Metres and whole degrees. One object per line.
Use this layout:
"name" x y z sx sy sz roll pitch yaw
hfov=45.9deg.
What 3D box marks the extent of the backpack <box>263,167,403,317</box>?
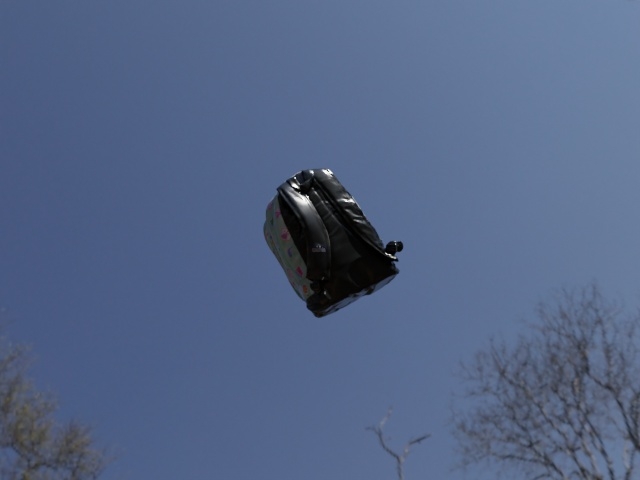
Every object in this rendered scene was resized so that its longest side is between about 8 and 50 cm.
"backpack" 0.000 0.000 0.993 0.152 0.182 0.115 -22 -16 -35
